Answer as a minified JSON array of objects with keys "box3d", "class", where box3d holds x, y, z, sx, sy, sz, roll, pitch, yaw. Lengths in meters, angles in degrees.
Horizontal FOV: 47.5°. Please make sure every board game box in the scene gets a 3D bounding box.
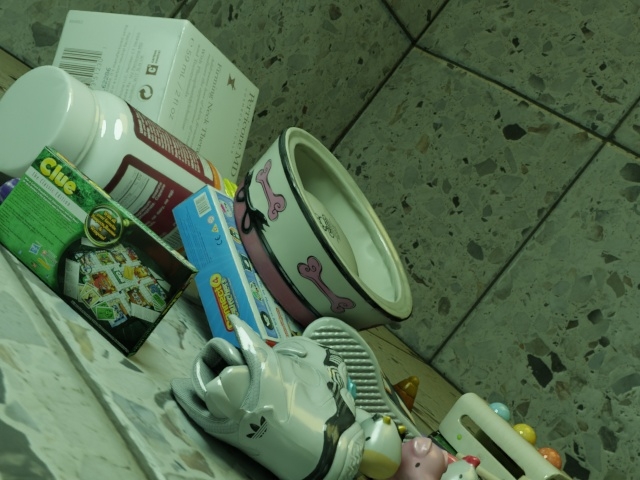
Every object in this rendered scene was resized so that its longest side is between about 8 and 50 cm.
[{"box3d":[-0.102,0.087,1.309,0.302,0.086,0.308,30,32,-57],"class":"board game box"},{"box3d":[-0.289,0.011,0.912,0.259,0.136,0.030,39,4,11],"class":"board game box"}]

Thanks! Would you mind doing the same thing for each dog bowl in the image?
[{"box3d":[0.000,0.000,1.341,0.408,0.150,0.408,50,20,-25],"class":"dog bowl"}]

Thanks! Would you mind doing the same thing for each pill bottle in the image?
[{"box3d":[-0.367,-0.126,1.292,0.224,0.224,0.392,40,2,36],"class":"pill bottle"}]

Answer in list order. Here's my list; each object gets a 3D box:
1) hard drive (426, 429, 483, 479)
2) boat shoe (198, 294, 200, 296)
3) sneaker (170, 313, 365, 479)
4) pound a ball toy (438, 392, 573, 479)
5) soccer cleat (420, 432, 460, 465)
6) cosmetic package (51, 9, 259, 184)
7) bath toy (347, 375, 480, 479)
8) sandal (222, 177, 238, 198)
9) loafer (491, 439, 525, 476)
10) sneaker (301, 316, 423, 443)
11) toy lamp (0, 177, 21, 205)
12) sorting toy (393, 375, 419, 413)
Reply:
[{"box3d":[0.335,0.510,1.582,0.237,0.064,0.339,39,2,19],"class":"hard drive"},{"box3d":[-0.186,0.082,1.543,0.116,0.097,0.324,37,3,-6],"class":"boat shoe"},{"box3d":[-0.071,0.177,0.951,0.210,0.137,0.366,40,5,-16],"class":"sneaker"},{"box3d":[0.366,0.418,1.428,0.208,0.136,0.319,37,3,-33],"class":"pound a ball toy"},{"box3d":[0.203,0.413,1.341,0.248,0.083,0.095,36,-3,28],"class":"soccer cleat"},{"box3d":[-0.398,-0.302,1.732,0.327,0.330,0.393,11,-7,20],"class":"cosmetic package"},{"box3d":[0.124,0.330,1.104,0.348,0.129,0.151,38,2,-25],"class":"bath toy"},{"box3d":[-0.216,-0.053,1.760,0.317,0.138,0.126,30,35,-61],"class":"sandal"},{"box3d":[0.425,0.508,1.616,0.148,0.056,0.050,50,6,23],"class":"loafer"},{"box3d":[0.063,0.263,1.246,0.321,0.126,0.127,58,-3,-11],"class":"sneaker"},{"box3d":[-0.326,0.017,0.970,0.274,0.080,0.080,39,3,14],"class":"toy lamp"},{"box3d":[0.113,0.304,1.461,0.127,0.126,0.365,40,2,33],"class":"sorting toy"}]
